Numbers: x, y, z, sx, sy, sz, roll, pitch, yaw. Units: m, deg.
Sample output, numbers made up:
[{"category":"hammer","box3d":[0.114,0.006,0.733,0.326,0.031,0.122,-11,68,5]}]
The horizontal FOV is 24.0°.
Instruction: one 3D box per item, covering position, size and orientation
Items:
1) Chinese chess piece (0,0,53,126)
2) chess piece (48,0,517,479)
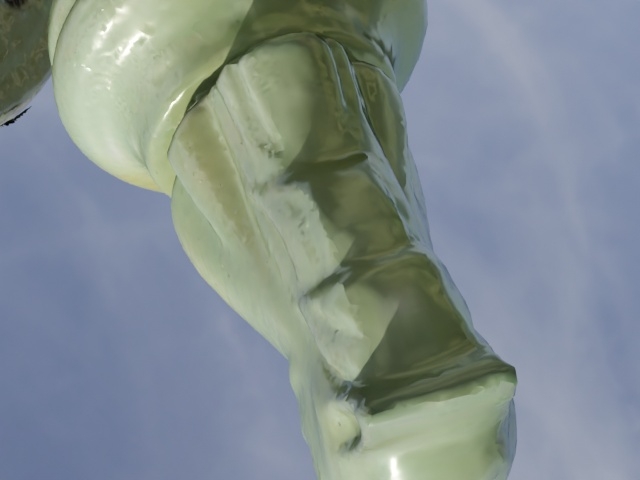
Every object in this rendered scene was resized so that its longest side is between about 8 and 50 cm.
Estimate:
[{"category":"Chinese chess piece","box3d":[-0.292,-0.213,0.926,0.146,0.349,0.349,-6,-152,32]},{"category":"chess piece","box3d":[0.000,0.000,0.603,0.176,0.176,0.298,0,-131,-28]}]
